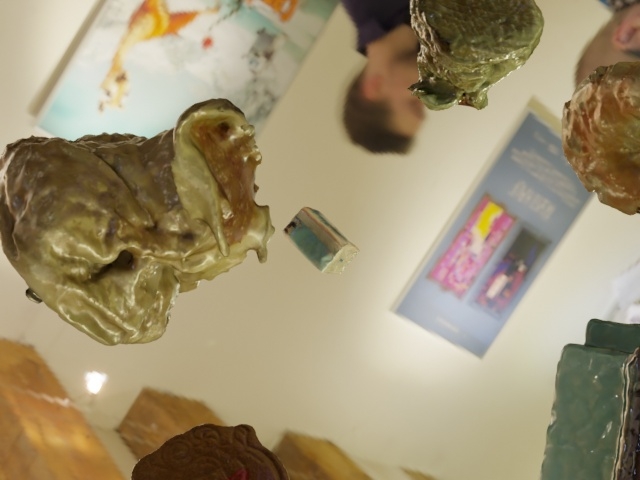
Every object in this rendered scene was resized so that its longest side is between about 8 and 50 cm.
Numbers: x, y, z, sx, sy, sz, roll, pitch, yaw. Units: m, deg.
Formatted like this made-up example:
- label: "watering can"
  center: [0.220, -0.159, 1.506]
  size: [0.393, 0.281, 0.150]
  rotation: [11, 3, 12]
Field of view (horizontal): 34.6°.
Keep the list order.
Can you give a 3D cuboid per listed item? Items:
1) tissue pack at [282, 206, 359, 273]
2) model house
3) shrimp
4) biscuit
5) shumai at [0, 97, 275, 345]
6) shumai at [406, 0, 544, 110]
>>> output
- label: "tissue pack"
  center: [0.000, 0.000, 1.513]
  size: [0.094, 0.058, 0.074]
  rotation: [44, -168, 21]
- label: "model house"
  center: [0.364, 0.223, 0.947]
  size: [0.249, 0.280, 0.230]
  rotation: [5, 173, 43]
- label: "shrimp"
  center: [0.336, -0.095, 0.925]
  size: [0.062, 0.154, 0.294]
  rotation: [-17, -171, -31]
- label: "biscuit"
  center: [-0.201, 0.456, 1.906]
  size: [0.257, 0.273, 0.049]
  rotation: [56, 156, 34]
- label: "shumai"
  center: [-0.179, -0.066, 1.121]
  size: [0.267, 0.262, 0.314]
  rotation: [48, -166, -23]
- label: "shumai"
  center: [0.096, -0.119, 0.645]
  size: [0.083, 0.082, 0.080]
  rotation: [13, 156, 14]
